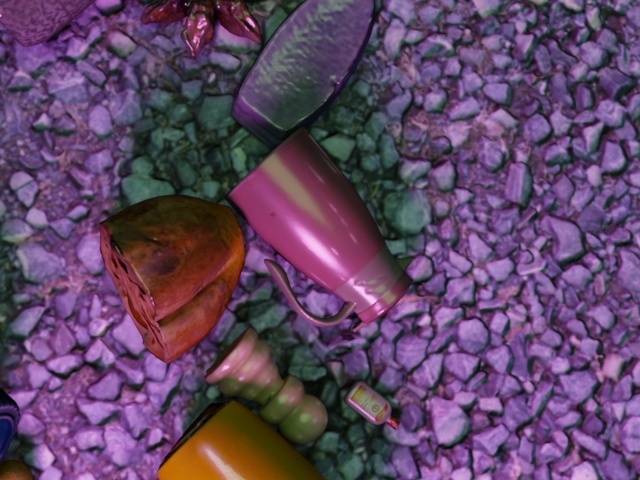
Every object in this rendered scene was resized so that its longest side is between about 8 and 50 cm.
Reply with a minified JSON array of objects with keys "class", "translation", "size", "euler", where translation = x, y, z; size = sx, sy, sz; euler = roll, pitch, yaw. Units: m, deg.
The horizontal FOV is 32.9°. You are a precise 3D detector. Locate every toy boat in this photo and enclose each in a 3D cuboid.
[{"class":"toy boat","translation":[-0.011,-0.265,1.535],"size":[0.127,0.078,0.283],"euler":[36,80,3]}]

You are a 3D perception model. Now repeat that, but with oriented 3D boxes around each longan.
[{"class":"longan","translation":[-0.408,0.314,1.396],"size":[0.075,0.075,0.083],"euler":[-27,102,-10]}]

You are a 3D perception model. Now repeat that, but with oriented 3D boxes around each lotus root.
[{"class":"lotus root","translation":[-0.177,0.037,1.418],"size":[0.180,0.188,0.199],"euler":[-25,82,-20]}]

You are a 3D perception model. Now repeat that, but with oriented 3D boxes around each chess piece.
[{"class":"chess piece","translation":[-0.064,0.204,1.454],"size":[0.170,0.094,0.094],"euler":[42,79,-7]}]

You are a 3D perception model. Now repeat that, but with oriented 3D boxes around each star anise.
[{"class":"star anise","translation":[-0.163,-0.351,1.533],"size":[0.212,0.073,0.197],"euler":[13,77,-2]}]

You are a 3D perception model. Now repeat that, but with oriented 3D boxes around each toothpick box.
[{"class":"toothpick box","translation":[-0.079,0.338,1.383],"size":[0.175,0.175,0.271],"euler":[-43,85,-11]}]

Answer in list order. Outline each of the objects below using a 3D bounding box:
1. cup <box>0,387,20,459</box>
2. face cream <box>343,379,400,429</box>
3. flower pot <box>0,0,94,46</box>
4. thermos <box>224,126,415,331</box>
[{"class":"cup","translation":[-0.556,0.222,1.287],"size":[0.292,0.242,0.308],"euler":[35,83,10]},{"class":"face cream","translation":[0.074,0.230,1.492],"size":[0.083,0.021,0.040],"euler":[38,80,0]},{"class":"flower pot","translation":[-0.361,-0.440,1.434],"size":[0.283,0.299,0.299],"euler":[-38,87,-1]},{"class":"thermos","translation":[0.000,0.000,1.463],"size":[0.176,0.146,0.265],"euler":[-41,92,-14]}]
